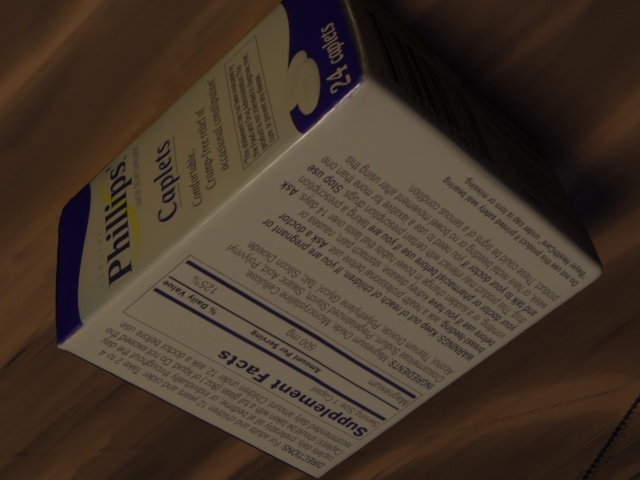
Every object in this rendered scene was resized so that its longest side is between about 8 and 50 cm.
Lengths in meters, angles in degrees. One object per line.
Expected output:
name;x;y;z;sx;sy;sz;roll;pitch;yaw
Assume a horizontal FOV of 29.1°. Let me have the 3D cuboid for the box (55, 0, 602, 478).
box;0.000;0.000;0.422;0.137;0.072;0.126;-39;129;21
